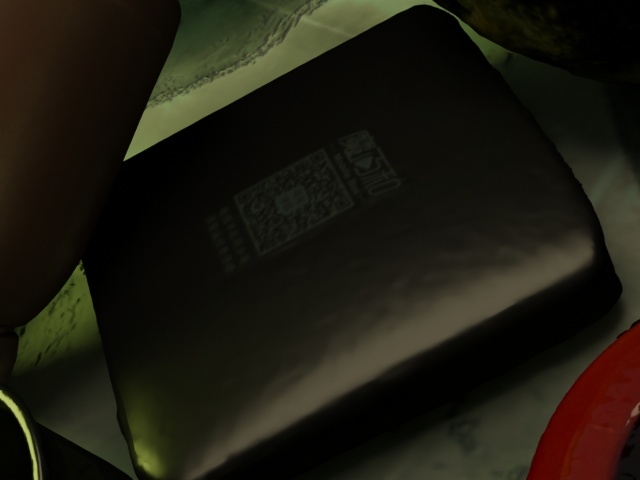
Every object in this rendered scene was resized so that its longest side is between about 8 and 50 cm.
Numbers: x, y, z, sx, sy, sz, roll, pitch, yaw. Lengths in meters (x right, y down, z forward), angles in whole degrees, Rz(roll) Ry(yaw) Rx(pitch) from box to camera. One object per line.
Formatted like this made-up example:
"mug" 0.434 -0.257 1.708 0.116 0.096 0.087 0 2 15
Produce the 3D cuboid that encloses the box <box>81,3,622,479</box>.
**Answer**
"box" 0.000 0.000 0.791 0.289 0.073 0.290 -28 41 1

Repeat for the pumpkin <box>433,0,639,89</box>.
"pumpkin" 0.211 -0.302 0.765 0.454 0.344 0.454 -12 58 20

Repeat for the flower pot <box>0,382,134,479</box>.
"flower pot" -0.156 0.157 0.670 0.157 0.107 0.157 -18 59 33

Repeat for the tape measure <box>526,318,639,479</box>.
"tape measure" 0.208 0.114 0.527 0.260 0.114 0.253 -12 43 24

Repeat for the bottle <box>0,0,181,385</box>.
"bottle" -0.210 -0.040 0.816 0.173 0.206 0.297 20 88 -2
